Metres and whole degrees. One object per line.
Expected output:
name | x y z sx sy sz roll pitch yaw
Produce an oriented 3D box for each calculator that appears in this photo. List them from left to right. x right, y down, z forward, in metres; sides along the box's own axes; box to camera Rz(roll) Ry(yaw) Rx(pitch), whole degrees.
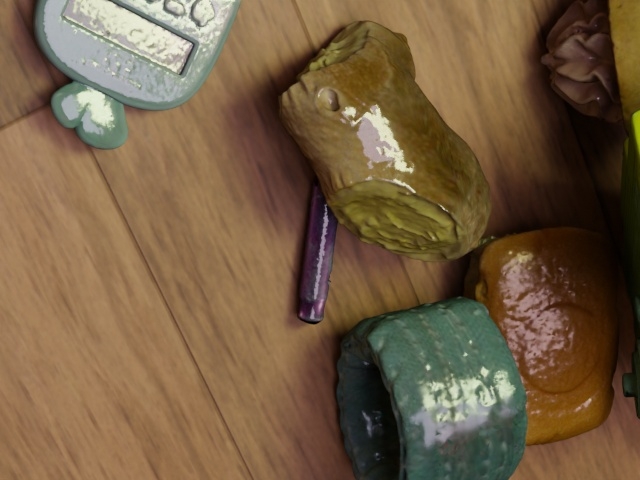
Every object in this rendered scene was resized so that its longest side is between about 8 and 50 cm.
calculator | -0.169 -0.229 1.344 0.184 0.042 0.295 25 89 -27

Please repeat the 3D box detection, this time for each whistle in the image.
whistle | 0.000 0.000 1.478 0.033 0.033 0.176 3 101 -25

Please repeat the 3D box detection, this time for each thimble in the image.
thimble | 0.112 0.181 1.481 0.143 0.198 0.235 -13 106 -19

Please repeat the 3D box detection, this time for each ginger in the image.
ginger | 0.072 -0.103 1.431 0.276 0.130 0.221 29 49 -45

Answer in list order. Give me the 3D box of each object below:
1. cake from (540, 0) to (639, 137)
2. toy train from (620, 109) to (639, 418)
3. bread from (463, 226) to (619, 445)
cake | 0.329 -0.194 1.518 0.208 0.178 0.185 -12 96 -61
toy train | 0.389 0.029 1.451 0.179 0.442 0.272 -7 65 7
bread | 0.237 0.099 1.561 0.174 0.121 0.245 -7 107 -24
